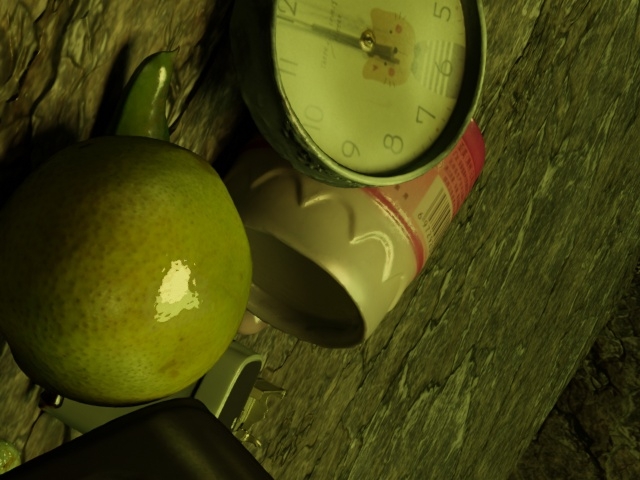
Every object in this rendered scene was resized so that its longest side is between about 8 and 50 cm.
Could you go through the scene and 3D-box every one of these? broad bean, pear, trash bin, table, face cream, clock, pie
[{"bbox_3d":[-0.145,-0.008,1.342,0.060,0.043,0.297,-23,139,-51],"label":"broad bean"},{"bbox_3d":[-0.151,0.028,1.221,0.216,0.166,0.180,-20,160,-5],"label":"pear"},{"bbox_3d":[-0.125,0.107,1.426,0.116,0.130,0.059,-64,164,6],"label":"trash bin"},{"bbox_3d":[-0.087,0.140,1.676,0.062,0.083,0.079,-65,165,4],"label":"table"},{"bbox_3d":[0.016,-0.036,1.553,0.195,0.175,0.175,-56,162,-26],"label":"face cream"},{"bbox_3d":[0.034,-0.150,1.424,0.226,0.049,0.226,-2,92,-42],"label":"clock"},{"bbox_3d":[-0.243,0.178,1.376,0.085,0.017,0.085,-54,161,-30],"label":"pie"}]

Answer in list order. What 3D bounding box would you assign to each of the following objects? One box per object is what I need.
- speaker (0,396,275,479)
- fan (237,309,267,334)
[{"bbox_3d":[-0.170,0.196,1.123,0.388,0.180,0.184,-24,145,-35],"label":"speaker"},{"bbox_3d":[0.000,0.000,1.686,0.244,0.130,0.074,-38,135,-26],"label":"fan"}]
